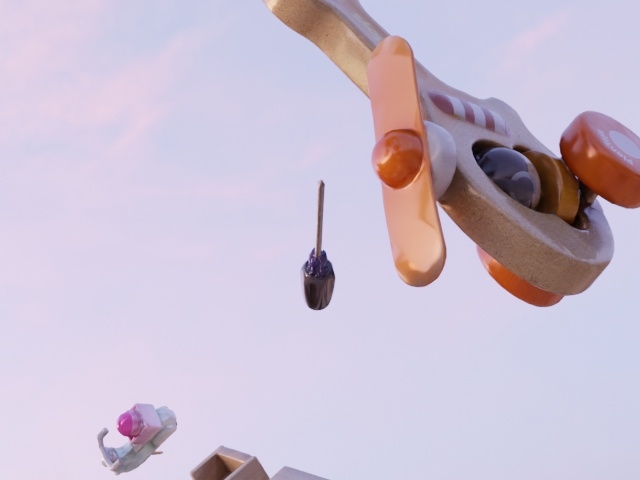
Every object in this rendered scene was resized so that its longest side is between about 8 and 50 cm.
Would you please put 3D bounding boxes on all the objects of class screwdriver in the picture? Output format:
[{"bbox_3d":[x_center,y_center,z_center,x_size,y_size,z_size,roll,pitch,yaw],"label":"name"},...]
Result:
[{"bbox_3d":[0.000,0.000,0.910,0.024,0.025,0.170,16,-30,7],"label":"screwdriver"}]

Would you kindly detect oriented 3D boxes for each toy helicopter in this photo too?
[{"bbox_3d":[0.072,-0.090,1.090,0.140,0.355,0.235,-53,-17,29],"label":"toy helicopter"}]

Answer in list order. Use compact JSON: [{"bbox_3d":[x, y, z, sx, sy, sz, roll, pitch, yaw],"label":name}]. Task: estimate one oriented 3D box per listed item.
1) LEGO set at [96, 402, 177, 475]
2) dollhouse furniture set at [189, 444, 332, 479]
[{"bbox_3d":[-0.113,0.262,1.077,0.107,0.287,0.132,1,-49,-43],"label":"LEGO set"},{"bbox_3d":[-0.083,0.382,1.355,0.303,0.198,0.286,-39,24,-27],"label":"dollhouse furniture set"}]
